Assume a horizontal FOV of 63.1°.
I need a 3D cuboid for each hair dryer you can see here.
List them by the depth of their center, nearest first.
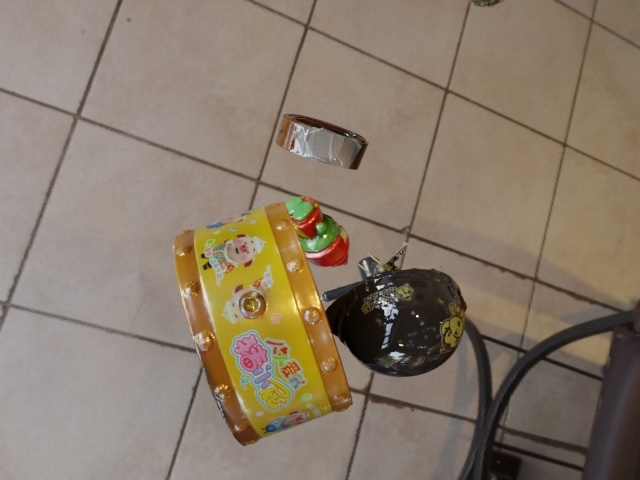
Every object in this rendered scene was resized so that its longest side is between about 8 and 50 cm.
[{"bbox_3d":[0.092,0.138,1.576,0.219,0.071,0.124,-19,59,1],"label":"hair dryer"}]

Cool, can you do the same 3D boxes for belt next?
[{"bbox_3d":[0.004,-0.289,1.517,0.261,0.184,0.105,21,111,0],"label":"belt"}]

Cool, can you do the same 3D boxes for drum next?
[{"bbox_3d":[-0.104,0.147,0.984,0.214,0.431,0.431,-18,93,-5],"label":"drum"}]

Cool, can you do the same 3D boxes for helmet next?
[{"bbox_3d":[0.153,0.180,1.008,0.279,0.160,0.230,-22,138,10],"label":"helmet"}]

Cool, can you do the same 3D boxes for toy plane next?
[{"bbox_3d":[0.140,0.077,1.179,0.088,0.262,0.192,41,91,-3],"label":"toy plane"}]

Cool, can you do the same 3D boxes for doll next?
[{"bbox_3d":[0.000,-0.001,1.690,0.160,0.182,0.363,-59,141,-9],"label":"doll"}]

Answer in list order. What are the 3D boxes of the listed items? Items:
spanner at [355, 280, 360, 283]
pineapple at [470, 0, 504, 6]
[{"bbox_3d":[0.218,0.241,1.744,0.071,0.017,0.302,-36,62,-25],"label":"spanner"},{"bbox_3d":[0.263,-0.488,0.860,0.251,0.125,0.125,15,80,-59],"label":"pineapple"}]
